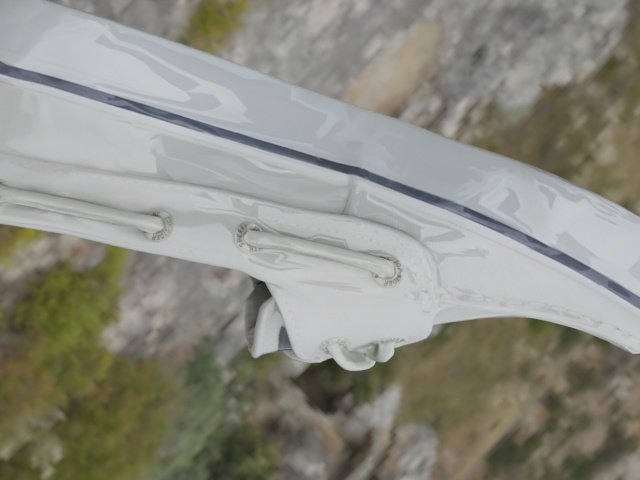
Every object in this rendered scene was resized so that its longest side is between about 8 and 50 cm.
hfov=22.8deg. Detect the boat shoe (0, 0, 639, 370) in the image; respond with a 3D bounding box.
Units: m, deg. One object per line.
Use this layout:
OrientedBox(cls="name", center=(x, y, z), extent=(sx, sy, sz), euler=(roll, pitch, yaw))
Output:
OrientedBox(cls="boat shoe", center=(0.000, 0.000, 0.525), extent=(0.096, 0.267, 0.088), euler=(-170, -81, -77))
